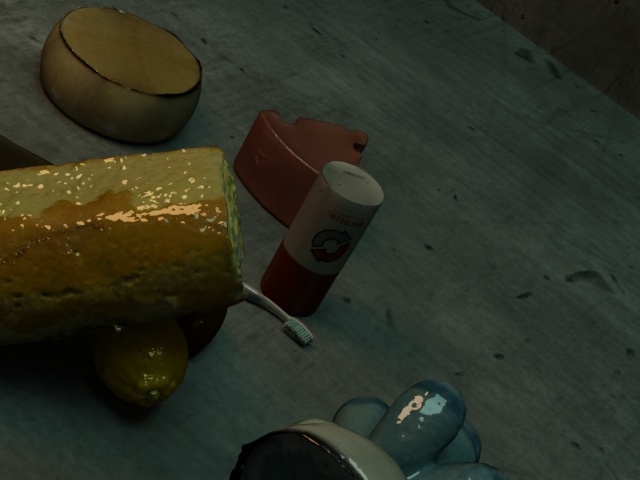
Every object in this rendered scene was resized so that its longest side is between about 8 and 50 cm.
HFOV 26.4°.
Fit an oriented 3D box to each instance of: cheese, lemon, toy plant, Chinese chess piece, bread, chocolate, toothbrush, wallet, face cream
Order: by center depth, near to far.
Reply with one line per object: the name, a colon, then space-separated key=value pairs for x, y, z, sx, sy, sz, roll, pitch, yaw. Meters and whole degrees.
toy plant: x=0.080 y=0.279 z=1.562 sx=0.247 sy=0.247 sz=0.332 roll=45 pitch=37 yaw=23
bread: x=-0.275 y=0.013 z=1.593 sx=0.375 sy=0.165 sz=0.237 roll=-9 pitch=36 yaw=-4
lemon: x=-0.217 y=0.138 z=1.645 sx=0.114 sy=0.114 sz=0.155 roll=14 pitch=29 yaw=-25
chocolate: x=-0.179 y=0.088 z=1.778 sx=0.124 sy=0.127 sz=0.133 roll=-10 pitch=55 yaw=-6
wallet: x=-0.392 y=-0.077 z=1.887 sx=0.198 sy=0.031 sz=0.110 roll=29 pitch=32 yaw=0
face cream: x=0.000 y=0.000 z=1.923 sx=0.095 sy=0.214 sz=0.096 roll=21 pitch=32 yaw=-14
toothbrush: x=-0.117 y=0.061 z=1.927 sx=0.269 sy=0.021 sz=0.027 roll=37 pitch=26 yaw=13
Chinese chess piece: x=-0.313 y=-0.263 z=2.150 sx=0.257 sy=0.104 sz=0.257 roll=22 pitch=31 yaw=-14
cheese: x=-0.037 y=-0.126 z=2.159 sx=0.177 sy=0.128 sz=0.203 roll=28 pitch=32 yaw=-4
